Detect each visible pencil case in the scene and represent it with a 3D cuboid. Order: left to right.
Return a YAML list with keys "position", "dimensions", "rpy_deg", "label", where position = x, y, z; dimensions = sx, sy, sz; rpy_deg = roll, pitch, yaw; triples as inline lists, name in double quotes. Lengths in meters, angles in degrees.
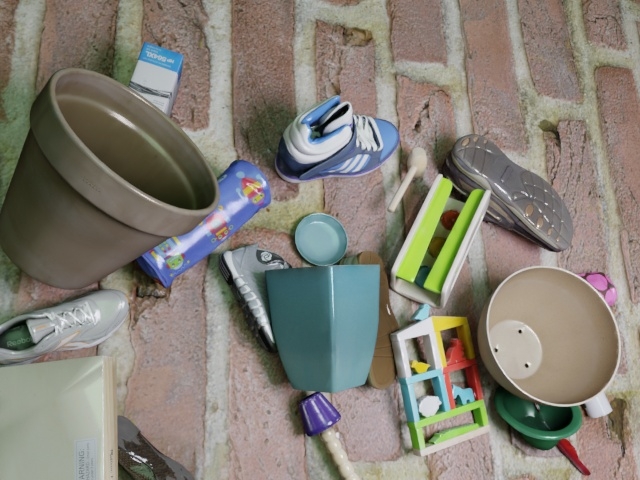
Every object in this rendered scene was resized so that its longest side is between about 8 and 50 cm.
- position: [-0.236, -0.040, 1.223]
  dimensions: [0.306, 0.133, 0.119]
  rpy_deg: [-41, 125, -23]
  label: "pencil case"
- position: [0.587, 0.121, 1.446]
  dimensions: [0.209, 0.095, 0.098]
  rpy_deg: [-2, 50, -20]
  label: "pencil case"

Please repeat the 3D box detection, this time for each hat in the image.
- position: [0.473, 0.434, 1.346]
  dimensions: [0.173, 0.183, 0.208]
  rpy_deg: [-24, 38, -33]
  label: "hat"

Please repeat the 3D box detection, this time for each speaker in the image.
- position: [0.613, 0.334, 1.404]
  dimensions: [0.055, 0.055, 0.136]
  rpy_deg: [-19, 80, -21]
  label: "speaker"

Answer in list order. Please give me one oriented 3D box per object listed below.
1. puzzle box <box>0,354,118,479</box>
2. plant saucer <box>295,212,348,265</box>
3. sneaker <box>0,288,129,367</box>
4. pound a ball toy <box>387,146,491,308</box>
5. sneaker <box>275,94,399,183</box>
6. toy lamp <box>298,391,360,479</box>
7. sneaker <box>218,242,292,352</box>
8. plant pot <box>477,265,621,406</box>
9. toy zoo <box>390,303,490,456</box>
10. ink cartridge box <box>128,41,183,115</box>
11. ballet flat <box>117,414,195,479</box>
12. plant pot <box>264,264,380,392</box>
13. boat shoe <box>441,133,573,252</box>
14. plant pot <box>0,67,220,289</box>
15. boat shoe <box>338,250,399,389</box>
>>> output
- position: [-0.465, 0.406, 0.995]
  dimensions: [0.272, 0.052, 0.409]
  rpy_deg: [-7, 75, 8]
  label: "puzzle box"
- position: [0.000, 0.000, 1.336]
  dimensions: [0.119, 0.021, 0.119]
  rpy_deg: [5, 72, -16]
  label: "plant saucer"
- position: [-0.467, 0.156, 1.091]
  dimensions: [0.262, 0.121, 0.099]
  rpy_deg: [-24, 83, -22]
  label: "sneaker"
- position: [0.241, -0.029, 1.379]
  dimensions: [0.208, 0.136, 0.319]
  rpy_deg: [21, 66, 17]
  label: "pound a ball toy"
- position: [0.066, -0.226, 1.307]
  dimensions: [0.323, 0.236, 0.130]
  rpy_deg: [-17, 80, -21]
  label: "sneaker"
- position: [0.043, 0.426, 1.191]
  dimensions: [0.080, 0.080, 0.274]
  rpy_deg: [-27, 86, -22]
  label: "toy lamp"
- position: [-0.101, 0.102, 1.241]
  dimensions: [0.132, 0.086, 0.228]
  rpy_deg: [-25, 81, -24]
  label: "sneaker"
- position: [0.454, 0.216, 1.309]
  dimensions: [0.284, 0.191, 0.284]
  rpy_deg: [3, 70, -7]
  label: "plant pot"
- position: [0.248, 0.277, 1.284]
  dimensions: [0.192, 0.030, 0.293]
  rpy_deg: [-7, 84, -29]
  label: "toy zoo"
- position: [-0.349, -0.268, 1.241]
  dimensions: [0.086, 0.148, 0.203]
  rpy_deg: [18, 69, -12]
  label: "ink cartridge box"
- position: [-0.306, 0.418, 1.101]
  dimensions: [0.250, 0.058, 0.084]
  rpy_deg: [47, 31, -5]
  label: "ballet flat"
- position: [0.010, 0.167, 1.188]
  dimensions: [0.166, 0.165, 0.234]
  rpy_deg: [3, 83, -51]
  label: "plant pot"
- position: [0.437, -0.102, 1.445]
  dimensions: [0.355, 0.130, 0.132]
  rpy_deg: [43, 63, 0]
  label: "boat shoe"
- position: [-0.378, -0.073, 1.027]
  dimensions: [0.323, 0.323, 0.280]
  rpy_deg: [46, 108, 0]
  label: "plant pot"
- position: [0.099, 0.168, 1.290]
  dimensions: [0.104, 0.089, 0.285]
  rpy_deg: [7, 72, -42]
  label: "boat shoe"
